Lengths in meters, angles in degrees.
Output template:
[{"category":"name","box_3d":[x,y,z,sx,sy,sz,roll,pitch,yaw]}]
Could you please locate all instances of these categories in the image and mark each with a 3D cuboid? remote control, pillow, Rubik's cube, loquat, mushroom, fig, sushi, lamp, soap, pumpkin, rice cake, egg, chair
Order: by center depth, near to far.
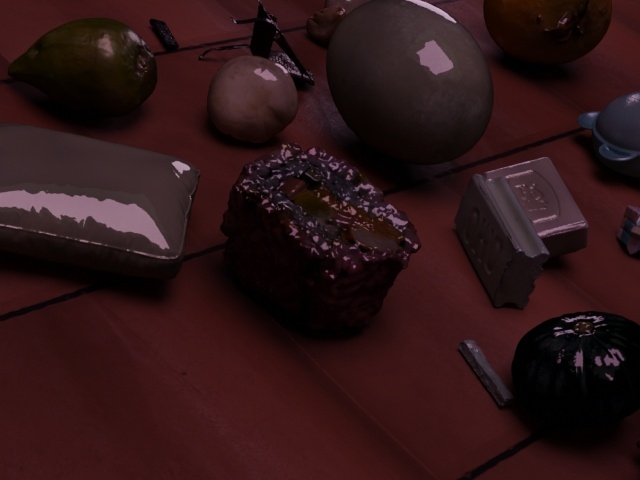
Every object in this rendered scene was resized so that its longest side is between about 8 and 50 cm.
[{"category":"pumpkin","box_3d":[0.350,0.169,1.533,0.194,0.150,0.194,8,39,-6]},{"category":"rice cake","box_3d":[0.228,0.181,1.579,0.022,0.021,0.121,5,35,-34]},{"category":"pillow","box_3d":[-0.336,-0.060,1.586,0.322,0.119,0.255,13,36,-7]},{"category":"sushi","box_3d":[0.000,0.000,1.605,0.270,0.170,0.236,40,41,25]},{"category":"soap","box_3d":[0.273,-0.002,1.764,0.063,0.114,0.198,4,37,-19]},{"category":"fig","box_3d":[-0.378,-0.289,1.845,0.234,0.167,0.167,24,35,-2]},{"category":"soap","box_3d":[0.345,-0.049,1.864,0.121,0.063,0.183,-15,43,-3]},{"category":"mushroom","box_3d":[-0.113,-0.232,1.912,0.154,0.122,0.154,0,79,0]},{"category":"Rubik's cube","box_3d":[0.549,-0.016,1.925,0.084,0.075,0.073,-5,20,-6]},{"category":"egg","box_3d":[0.150,-0.273,1.957,0.258,0.258,0.352,-9,37,-31]},{"category":"chair","box_3d":[-0.100,-0.353,2.065,0.213,0.149,0.174,1,37,-27]},{"category":"remote control","box_3d":[-0.289,-0.380,2.125,0.034,0.016,0.091,10,33,-38]},{"category":"lamp","box_3d":[0.641,-0.199,2.151,0.284,0.147,0.209,7,34,-14]},{"category":"mushroom","box_3d":[0.043,-0.464,2.314,0.097,0.088,0.212,18,41,18]},{"category":"loquat","box_3d":[0.472,-0.490,2.384,0.275,0.274,0.275,11,36,-8]}]

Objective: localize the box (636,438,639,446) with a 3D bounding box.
[{"category":"box","box_3d":[0.471,0.274,1.562,0.083,0.012,0.046,-17,48,-40]}]
